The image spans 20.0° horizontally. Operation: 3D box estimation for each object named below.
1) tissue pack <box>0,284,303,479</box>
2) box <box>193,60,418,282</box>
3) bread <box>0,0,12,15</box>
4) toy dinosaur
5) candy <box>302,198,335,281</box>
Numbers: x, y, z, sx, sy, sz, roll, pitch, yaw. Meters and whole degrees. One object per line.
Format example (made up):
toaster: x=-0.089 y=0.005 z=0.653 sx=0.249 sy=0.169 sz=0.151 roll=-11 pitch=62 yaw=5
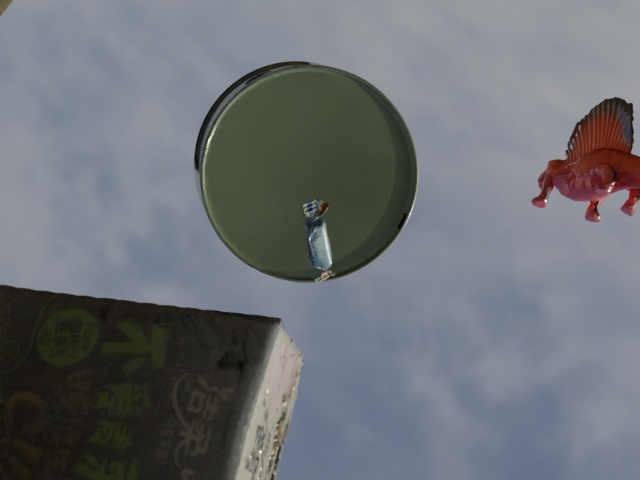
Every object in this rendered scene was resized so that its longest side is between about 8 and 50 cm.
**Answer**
tissue pack: x=-0.240 y=0.203 z=1.876 sx=0.394 sy=0.124 sz=0.288 roll=5 pitch=-114 yaw=19
box: x=-0.020 y=-0.076 z=1.926 sx=0.226 sy=0.226 sz=0.149 roll=2 pitch=-173 yaw=-8
bread: x=-0.171 y=-0.210 z=0.809 sx=0.114 sy=0.184 sz=0.275 roll=-10 pitch=176 yaw=-22
toy dinosaur: x=0.346 y=-0.102 z=2.065 sx=0.070 sy=0.139 sz=0.286 roll=28 pitch=160 yaw=-28
candy: x=0.000 y=0.000 z=1.735 sx=0.030 sy=0.083 sz=0.020 roll=-16 pitch=-158 yaw=-9
